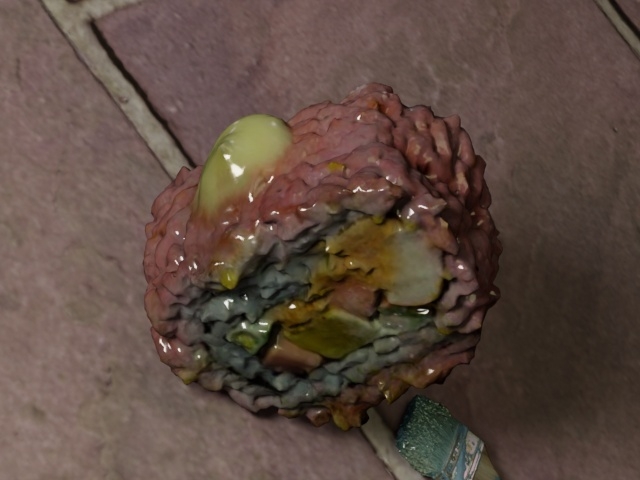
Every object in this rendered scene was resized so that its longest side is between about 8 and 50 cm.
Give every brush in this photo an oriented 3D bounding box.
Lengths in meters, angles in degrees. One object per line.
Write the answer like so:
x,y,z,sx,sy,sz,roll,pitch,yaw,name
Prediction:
0.142,0.204,1.521,0.196,0.021,0.070,40,43,-13,brush

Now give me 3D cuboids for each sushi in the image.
0.000,0.000,1.367,0.236,0.270,0.171,38,38,-30,sushi
